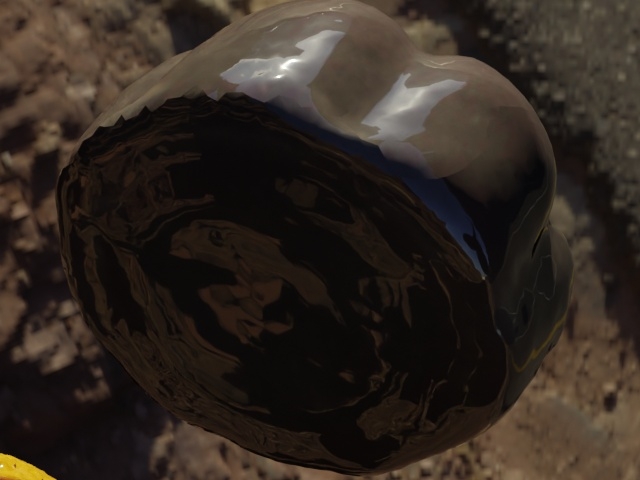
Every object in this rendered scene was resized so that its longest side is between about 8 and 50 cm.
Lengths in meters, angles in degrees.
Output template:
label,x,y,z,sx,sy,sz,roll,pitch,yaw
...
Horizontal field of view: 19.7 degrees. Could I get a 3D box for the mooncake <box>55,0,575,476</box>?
label,x,y,z,sx,sy,sz,roll,pitch,yaw
mooncake,0.000,0.000,0.894,0.245,0.245,0.133,22,44,18

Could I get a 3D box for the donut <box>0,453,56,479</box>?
label,x,y,z,sx,sy,sz,roll,pitch,yaw
donut,-0.430,0.379,1.898,0.435,0.377,0.163,-47,33,-2
